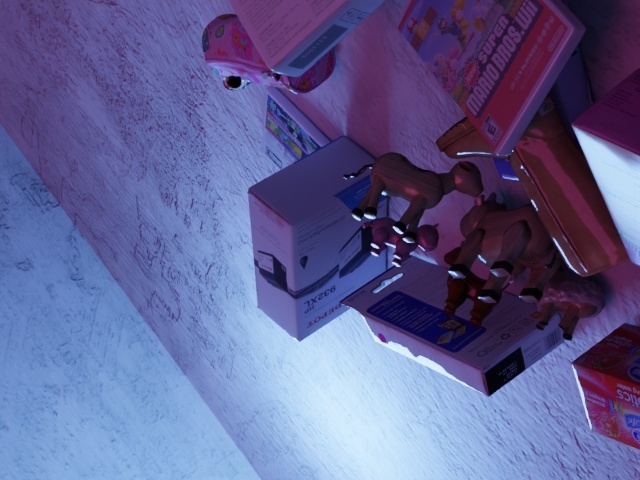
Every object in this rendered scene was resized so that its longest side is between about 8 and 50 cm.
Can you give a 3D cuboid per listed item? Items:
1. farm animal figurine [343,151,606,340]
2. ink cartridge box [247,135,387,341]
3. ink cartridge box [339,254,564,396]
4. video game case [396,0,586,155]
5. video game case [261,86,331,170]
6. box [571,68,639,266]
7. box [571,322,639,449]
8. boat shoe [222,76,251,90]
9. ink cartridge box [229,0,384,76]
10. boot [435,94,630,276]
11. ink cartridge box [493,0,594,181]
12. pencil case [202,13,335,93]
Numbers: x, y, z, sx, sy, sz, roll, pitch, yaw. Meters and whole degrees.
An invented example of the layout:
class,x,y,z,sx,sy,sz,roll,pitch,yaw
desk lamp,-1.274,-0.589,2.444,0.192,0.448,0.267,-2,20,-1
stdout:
class,x,y,z,sx,sy,sz,roll,pitch,yaw
farm animal figurine,0.241,-0.016,1.939,0.327,0.172,0.330,10,153,44
ink cartridge box,0.000,0.000,2.339,0.129,0.223,0.307,40,148,33
ink cartridge box,0.211,0.133,2.160,0.371,0.176,0.069,25,139,49
video game case,0.214,-0.278,1.697,0.285,0.025,0.204,58,135,36
video game case,-0.041,-0.169,2.461,0.201,0.023,0.183,47,152,25
box,0.441,-0.052,1.529,0.213,0.117,0.243,37,162,54
box,0.494,0.222,1.817,0.257,0.123,0.128,17,133,54
boat shoe,-0.161,-0.311,2.498,0.049,0.043,0.137,62,155,-11
ink cartridge box,-0.033,-0.481,1.879,0.308,0.091,0.385,-39,68,27
boot,0.292,-0.068,1.771,0.269,0.089,0.236,58,153,-2
ink cartridge box,0.283,-0.222,1.786,0.186,0.065,0.311,14,128,54
pencil case,-0.098,-0.330,2.279,0.284,0.124,0.124,23,137,52
